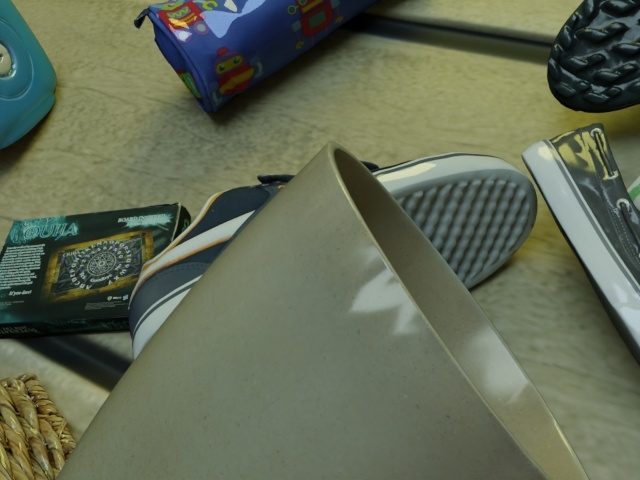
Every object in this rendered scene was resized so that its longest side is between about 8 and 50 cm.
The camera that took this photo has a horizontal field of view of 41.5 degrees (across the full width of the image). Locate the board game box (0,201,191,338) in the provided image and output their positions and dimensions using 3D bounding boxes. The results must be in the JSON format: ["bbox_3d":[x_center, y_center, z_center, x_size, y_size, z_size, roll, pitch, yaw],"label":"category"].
[{"bbox_3d":[-0.219,0.028,0.778,0.186,0.026,0.126,-4,51,17],"label":"board game box"}]

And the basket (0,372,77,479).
[{"bbox_3d":[-0.282,0.249,0.579,0.299,0.223,0.213,41,107,39],"label":"basket"}]

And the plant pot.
[{"bbox_3d":[-0.023,0.126,0.505,0.274,0.256,0.256,-37,47,11],"label":"plant pot"}]

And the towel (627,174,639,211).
[{"bbox_3d":[0.379,-0.019,0.519,0.248,0.038,0.325,-51,48,14],"label":"towel"}]

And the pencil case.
[{"bbox_3d":[-0.037,-0.259,0.881,0.306,0.119,0.133,-36,47,-10],"label":"pencil case"}]

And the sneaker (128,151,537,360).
[{"bbox_3d":[0.000,0.000,0.654,0.321,0.126,0.127,-22,36,-7],"label":"sneaker"}]

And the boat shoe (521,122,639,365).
[{"bbox_3d":[0.219,0.008,0.581,0.076,0.080,0.228,-29,51,12],"label":"boat shoe"}]

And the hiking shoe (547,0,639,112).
[{"bbox_3d":[0.325,-0.198,0.708,0.304,0.132,0.113,-35,75,5],"label":"hiking shoe"}]

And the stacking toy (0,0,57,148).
[{"bbox_3d":[-0.472,-0.169,0.966,0.302,0.165,0.175,-11,34,26],"label":"stacking toy"}]
